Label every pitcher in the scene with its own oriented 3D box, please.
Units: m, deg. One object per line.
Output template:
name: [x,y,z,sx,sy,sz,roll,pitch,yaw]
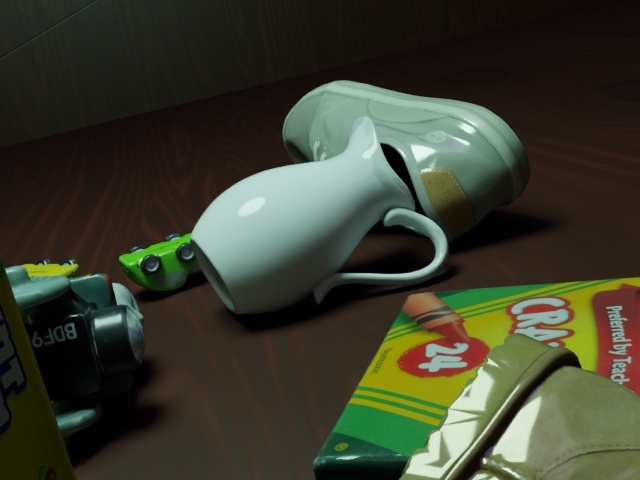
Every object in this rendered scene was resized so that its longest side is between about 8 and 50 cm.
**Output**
pitcher: [0.000,0.000,0.809,0.207,0.125,0.177,-31,66,-15]

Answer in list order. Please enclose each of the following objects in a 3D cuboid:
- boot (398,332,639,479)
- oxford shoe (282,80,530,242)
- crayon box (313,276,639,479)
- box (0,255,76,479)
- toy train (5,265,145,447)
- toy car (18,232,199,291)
boot: [0.120,0.155,0.236,0.270,0.089,0.236,22,67,39]
oxford shoe: [0.053,-0.091,1.016,0.130,0.169,0.449,-41,26,-16]
crayon box: [0.179,0.089,0.442,0.319,0.081,0.202,-6,18,21]
box: [-0.281,0.103,0.367,0.279,0.289,0.177,-6,18,19]
toy train: [-0.300,0.101,0.675,0.334,0.142,0.190,-14,7,-5]
toy car: [-0.221,0.048,0.917,0.225,0.053,0.239,-19,18,-21]
